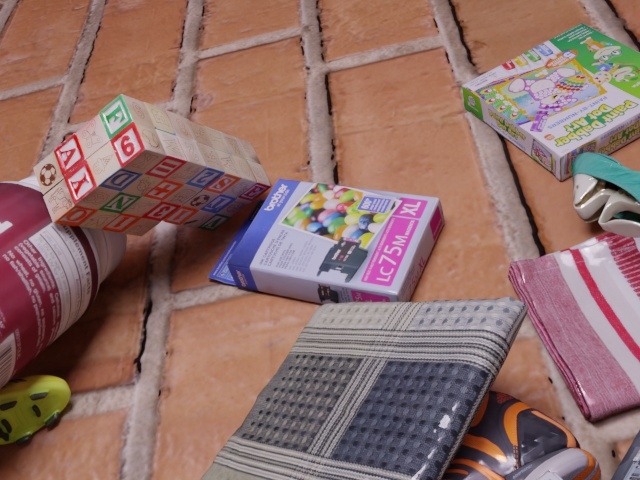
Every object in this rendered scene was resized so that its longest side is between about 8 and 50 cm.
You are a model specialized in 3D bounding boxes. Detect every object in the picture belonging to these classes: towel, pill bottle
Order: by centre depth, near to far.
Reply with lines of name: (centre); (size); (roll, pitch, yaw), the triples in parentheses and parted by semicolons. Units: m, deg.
towel: (0.036, 0.188, 0.835); (0.324, 0.056, 0.312); (-6, 41, 51)
towel: (0.419, 0.065, 0.914); (0.329, 0.037, 0.237); (-19, 45, 0)
pill bottle: (-0.431, 0.055, 1.000); (0.224, 0.224, 0.392); (-1, 24, 18)

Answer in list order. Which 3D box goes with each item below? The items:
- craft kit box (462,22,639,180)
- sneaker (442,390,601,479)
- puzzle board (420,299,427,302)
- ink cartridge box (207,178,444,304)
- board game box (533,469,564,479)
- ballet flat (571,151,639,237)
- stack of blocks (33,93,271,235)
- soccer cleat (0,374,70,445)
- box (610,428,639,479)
craft kit box: (0.394, -0.225, 1.199); (0.250, 0.061, 0.246); (-29, 47, -11)
sneaker: (0.105, 0.272, 0.772); (0.321, 0.124, 0.180); (-29, 35, -14)
puzzle board: (0.164, 0.128, 0.954); (0.128, 0.011, 0.096); (14, 53, 30)
ink cartridge box: (0.000, 0.000, 1.102); (0.311, 0.065, 0.186); (7, 49, 27)
board game box: (0.268, 0.339, 0.579); (0.053, 0.193, 0.305); (-32, 45, -14)
ballet flat: (0.374, -0.055, 0.975); (0.087, 0.083, 0.247); (-35, 23, -5)
stack of blocks: (-0.224, -0.087, 1.084); (0.171, 0.297, 0.087); (-34, 70, 21)
soccer cleat: (-0.473, 0.230, 1.006); (0.289, 0.093, 0.121); (-23, 42, -4)
box: (0.357, 0.230, 0.664); (0.183, 0.059, 0.233); (-47, 12, -26)
